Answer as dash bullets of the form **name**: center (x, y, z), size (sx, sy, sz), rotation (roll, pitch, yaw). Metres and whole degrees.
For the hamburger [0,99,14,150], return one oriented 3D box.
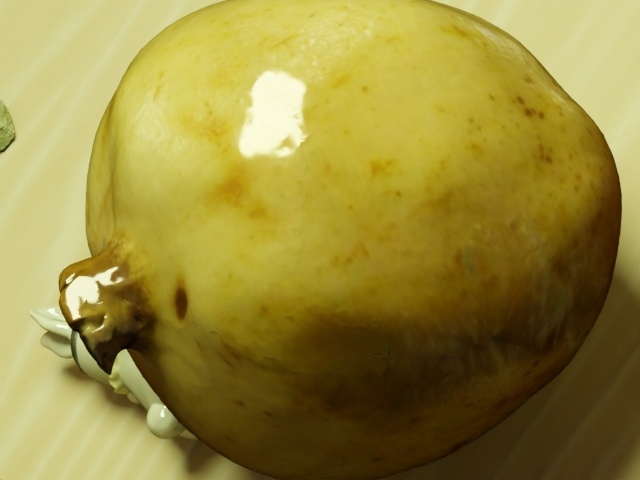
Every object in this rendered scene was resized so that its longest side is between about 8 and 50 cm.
- **hamburger**: center (-0.293, -0.075, 1.206), size (0.121, 0.054, 0.084), rotation (-51, 57, 4)

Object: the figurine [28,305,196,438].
- **figurine**: center (-0.109, 0.069, 1.042), size (0.098, 0.081, 0.146), rotation (-21, 37, -39)

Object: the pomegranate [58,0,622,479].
- **pomegranate**: center (0.018, -0.005, 0.877), size (0.307, 0.307, 0.307), rotation (-11, 61, 21)
